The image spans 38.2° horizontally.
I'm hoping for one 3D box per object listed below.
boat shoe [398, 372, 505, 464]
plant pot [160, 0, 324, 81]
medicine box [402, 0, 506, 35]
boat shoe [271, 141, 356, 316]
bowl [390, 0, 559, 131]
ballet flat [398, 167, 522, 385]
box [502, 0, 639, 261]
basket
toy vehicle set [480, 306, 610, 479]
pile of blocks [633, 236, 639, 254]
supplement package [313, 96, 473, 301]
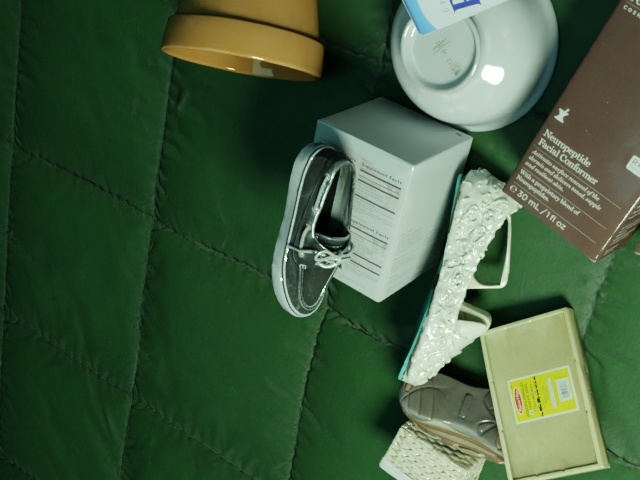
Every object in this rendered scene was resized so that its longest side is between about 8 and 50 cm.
[{"bbox_3d":[0.297,0.335,1.671,0.324,0.123,0.116,23,150,20],"label":"boat shoe"},{"bbox_3d":[-0.125,-0.411,1.650,0.290,0.291,0.204,12,95,33],"label":"plant pot"},{"bbox_3d":[0.218,-0.475,1.301,0.289,0.263,0.149,-21,48,15],"label":"medicine box"},{"bbox_3d":[0.003,-0.001,1.506,0.105,0.113,0.306,33,118,43],"label":"boat shoe"},{"bbox_3d":[0.222,-0.316,1.499,0.297,0.134,0.298,12,111,34],"label":"bowl"},{"bbox_3d":[0.246,0.082,1.584,0.147,0.147,0.409,24,107,29],"label":"ballet flat"},{"bbox_3d":[0.457,-0.175,1.364,0.191,0.143,0.381,41,122,23],"label":"box"},{"bbox_3d":[0.215,0.411,1.740,0.167,0.113,0.103,31,118,25],"label":"basket"},{"bbox_3d":[0.371,0.262,1.548,0.166,0.035,0.267,-20,67,31],"label":"toy vehicle set"},{"bbox_3d":[0.615,-0.073,1.320,0.112,0.149,0.362,23,139,-20],"label":"pile of blocks"},{"bbox_3d":[0.104,-0.077,1.604,0.198,0.199,0.263,29,124,27],"label":"supplement package"}]
